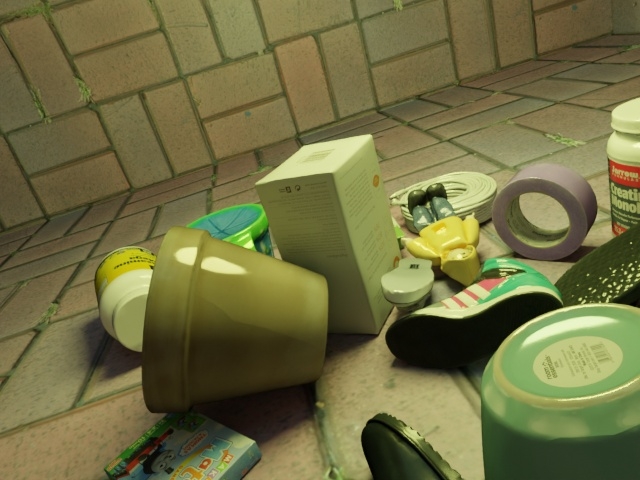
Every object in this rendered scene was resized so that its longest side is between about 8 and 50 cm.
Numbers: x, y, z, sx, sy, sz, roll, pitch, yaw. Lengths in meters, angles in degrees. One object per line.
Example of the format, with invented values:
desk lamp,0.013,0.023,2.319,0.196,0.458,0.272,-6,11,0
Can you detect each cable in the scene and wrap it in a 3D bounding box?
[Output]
cable,0.345,-0.102,1.348,0.257,0.089,0.257,-25,25,-17

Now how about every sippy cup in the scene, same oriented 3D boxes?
sippy cup,-0.205,0.060,1.203,0.240,0.224,0.305,-13,23,12

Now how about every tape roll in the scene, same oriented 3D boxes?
tape roll,0.461,-0.059,1.036,0.189,0.189,0.080,4,32,41

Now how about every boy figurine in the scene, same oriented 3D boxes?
boy figurine,0.269,-0.008,1.113,0.177,0.092,0.285,-16,39,6

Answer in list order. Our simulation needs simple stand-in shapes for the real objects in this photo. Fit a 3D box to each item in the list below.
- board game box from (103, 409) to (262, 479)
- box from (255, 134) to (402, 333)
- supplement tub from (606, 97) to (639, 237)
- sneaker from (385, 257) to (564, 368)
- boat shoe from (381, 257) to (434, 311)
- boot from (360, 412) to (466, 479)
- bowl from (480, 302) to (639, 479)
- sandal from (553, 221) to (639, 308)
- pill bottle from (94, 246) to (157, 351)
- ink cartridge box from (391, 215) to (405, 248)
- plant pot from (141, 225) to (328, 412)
board game box,-0.221,0.352,0.792,0.211,0.039,0.160,6,32,42
box,0.038,-0.010,1.028,0.168,0.345,0.215,-4,26,29
supplement tub,0.648,-0.121,0.934,0.191,0.272,0.191,-15,23,7
sneaker,0.267,0.117,0.873,0.295,0.124,0.178,-19,9,28
boat shoe,0.176,0.096,0.958,0.095,0.084,0.258,4,10,22
boot,0.065,0.326,0.571,0.207,0.094,0.246,-24,30,-25
bowl,0.308,0.183,0.554,0.311,0.163,0.311,-25,13,6
sandal,0.556,0.025,0.789,0.445,0.107,0.167,-39,4,12
pill bottle,-0.454,0.142,1.245,0.187,0.188,0.334,-26,25,-19
ink cartridge box,0.153,-0.009,1.309,0.108,0.062,0.209,-18,23,0
plant pot,-0.137,0.145,0.892,0.280,0.323,0.323,5,22,-7
